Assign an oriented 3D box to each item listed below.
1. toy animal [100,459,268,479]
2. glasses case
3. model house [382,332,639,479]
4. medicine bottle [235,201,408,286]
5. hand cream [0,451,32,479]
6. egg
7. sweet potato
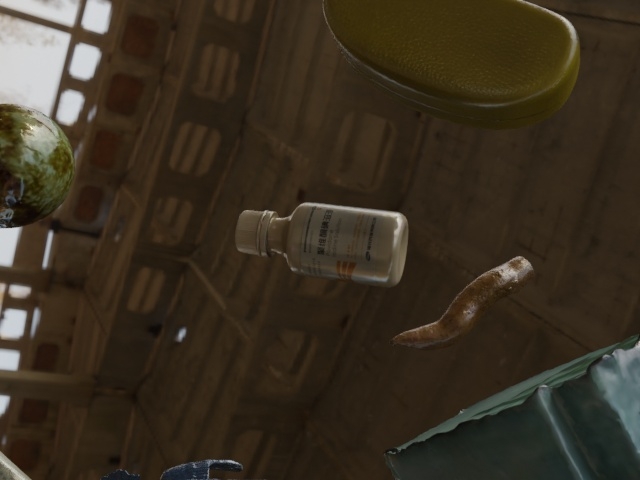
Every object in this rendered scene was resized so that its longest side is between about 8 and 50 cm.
[{"bbox_3d":[-0.205,0.387,1.236,0.255,0.176,0.239,-32,-174,6],"label":"toy animal"},{"bbox_3d":[0.175,-0.269,1.177,0.371,0.141,0.173,26,-95,19],"label":"glasses case"},{"bbox_3d":[0.257,0.284,0.768,0.295,0.252,0.329,-36,-110,44],"label":"model house"},{"bbox_3d":[0.000,0.000,1.239,0.114,0.252,0.114,8,90,-76],"label":"medicine bottle"},{"bbox_3d":[-0.128,0.163,0.406,0.037,0.165,0.057,-50,-179,41],"label":"hand cream"},{"bbox_3d":[-0.614,-0.137,1.574,0.238,0.290,0.238,-12,90,-81],"label":"egg"},{"bbox_3d":[0.243,0.117,1.374,0.059,0.281,0.067,30,-29,52],"label":"sweet potato"}]
